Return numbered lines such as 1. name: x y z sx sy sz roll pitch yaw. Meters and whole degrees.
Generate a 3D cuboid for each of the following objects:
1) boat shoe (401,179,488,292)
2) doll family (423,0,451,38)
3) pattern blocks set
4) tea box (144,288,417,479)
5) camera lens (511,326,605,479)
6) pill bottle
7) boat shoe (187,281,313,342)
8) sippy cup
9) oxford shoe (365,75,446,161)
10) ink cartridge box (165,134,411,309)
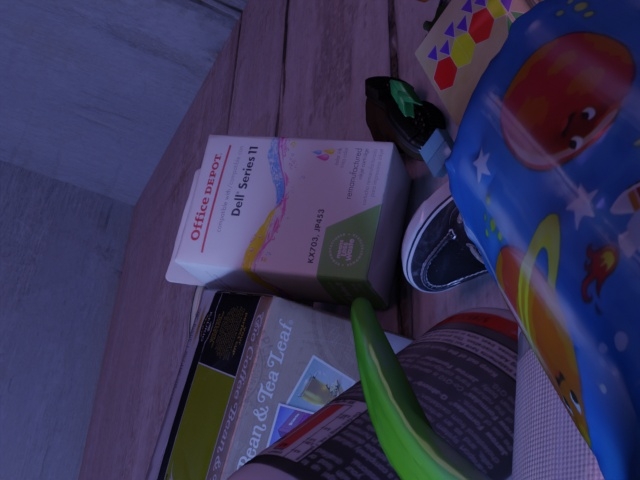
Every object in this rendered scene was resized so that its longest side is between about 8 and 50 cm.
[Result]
1. boat shoe: 0.190 -0.019 0.941 0.301 0.108 0.102 -44 31 37
2. doll family: 0.209 -0.287 1.169 0.193 0.076 0.111 0 67 66
3. pattern blocks set: 0.197 -0.244 1.092 0.325 0.026 0.285 -44 55 45
4. tea box: -0.061 0.249 1.159 0.323 0.220 0.329 -3 70 69
5. camera lens: 0.227 0.116 0.540 0.219 0.219 0.274 -38 37 55
6. pill bottle: 0.049 0.217 0.664 0.210 0.363 0.210 33 138 35
7. boat shoe: -0.125 0.190 1.405 0.156 0.187 0.500 156 123 -77
8. sippy cup: 0.174 0.001 0.371 0.240 0.305 0.224 -61 40 27
9. oxford shoe: 0.121 -0.156 1.294 0.227 0.083 0.096 -113 24 -59
10. ink cartridge box: -0.068 -0.033 1.273 0.119 0.353 0.207 50 -131 -61
